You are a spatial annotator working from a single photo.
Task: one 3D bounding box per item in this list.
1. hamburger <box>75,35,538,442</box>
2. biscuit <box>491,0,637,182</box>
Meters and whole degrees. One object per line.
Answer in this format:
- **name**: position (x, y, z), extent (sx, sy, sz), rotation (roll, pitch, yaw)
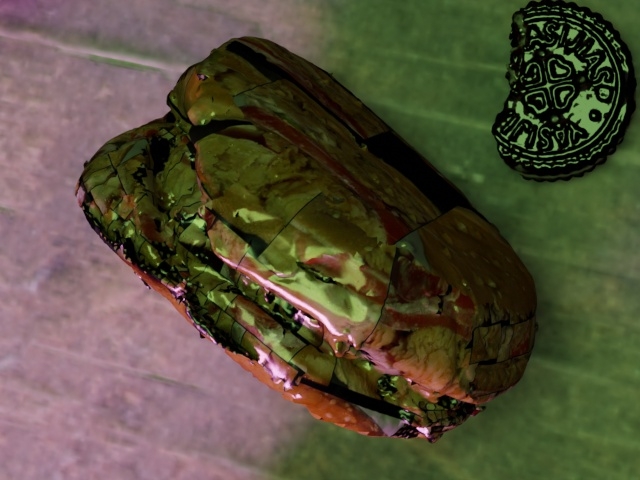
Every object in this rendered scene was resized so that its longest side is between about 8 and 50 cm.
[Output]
- **hamburger**: position (0.000, 0.000, 0.888), extent (0.231, 0.231, 0.107), rotation (42, 104, 13)
- **biscuit**: position (0.118, -0.076, 0.951), extent (0.087, 0.027, 0.089), rotation (-42, 79, 10)
